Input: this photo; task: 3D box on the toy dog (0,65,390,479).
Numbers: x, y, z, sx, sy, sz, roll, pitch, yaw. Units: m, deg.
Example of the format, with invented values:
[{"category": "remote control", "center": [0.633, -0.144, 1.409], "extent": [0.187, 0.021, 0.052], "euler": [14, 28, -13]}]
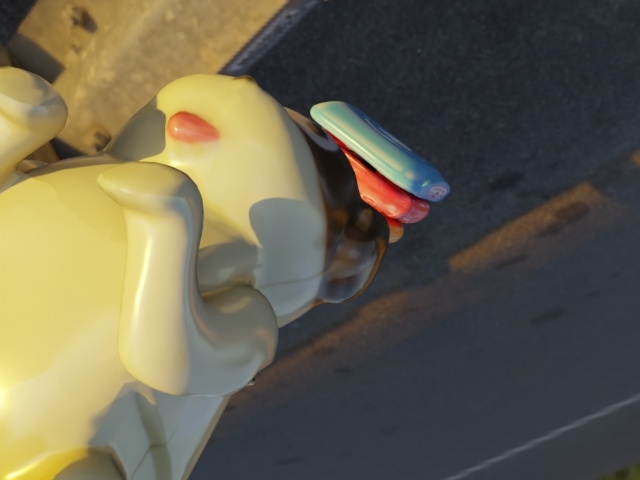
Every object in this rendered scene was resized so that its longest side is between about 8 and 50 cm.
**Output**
[{"category": "toy dog", "center": [-0.125, 0.061, 0.656], "extent": [0.408, 0.285, 0.395], "euler": [-51, 142, -21]}]

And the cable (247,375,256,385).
[{"category": "cable", "center": [-0.237, 0.185, 1.268], "extent": [0.287, 0.072, 0.139], "euler": [17, 150, -20]}]

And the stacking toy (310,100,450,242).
[{"category": "stacking toy", "center": [0.000, 0.000, 1.118], "extent": [0.302, 0.166, 0.175], "euler": [-53, 162, 11]}]
